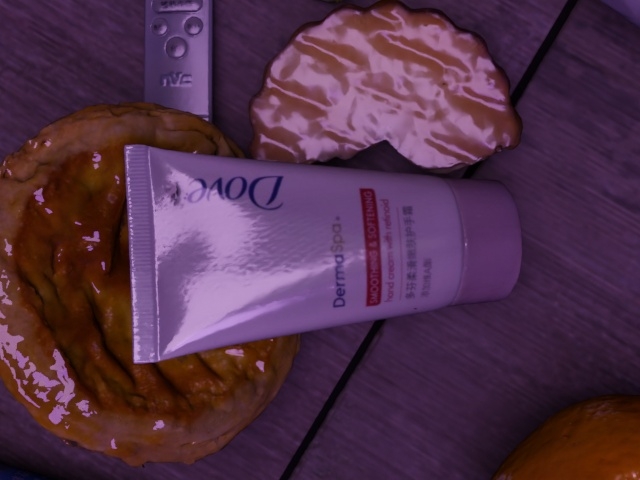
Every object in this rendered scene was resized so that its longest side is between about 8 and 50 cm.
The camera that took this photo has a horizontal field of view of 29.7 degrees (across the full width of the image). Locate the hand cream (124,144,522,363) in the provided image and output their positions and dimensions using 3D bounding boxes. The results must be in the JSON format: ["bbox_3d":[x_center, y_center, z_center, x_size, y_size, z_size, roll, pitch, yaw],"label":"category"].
[{"bbox_3d":[0.000,0.000,0.765,0.247,0.083,0.133,-4,83,-17],"label":"hand cream"}]

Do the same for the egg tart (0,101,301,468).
[{"bbox_3d":[-0.118,0.029,0.789,0.241,0.106,0.241,7,77,-32],"label":"egg tart"}]

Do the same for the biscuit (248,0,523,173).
[{"bbox_3d":[0.043,-0.101,0.813,0.183,0.061,0.118,0,90,6],"label":"biscuit"}]

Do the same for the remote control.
[{"bbox_3d":[-0.098,-0.157,0.848,0.049,0.027,0.184,0,87,6],"label":"remote control"}]

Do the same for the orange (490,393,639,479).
[{"bbox_3d":[0.199,0.203,0.743,0.219,0.193,0.219,-4,77,18],"label":"orange"}]

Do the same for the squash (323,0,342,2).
[{"bbox_3d":[0.024,-0.270,0.806,0.094,0.094,0.224,28,87,6],"label":"squash"}]

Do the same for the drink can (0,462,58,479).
[{"bbox_3d":[-0.232,0.202,0.842,0.235,0.097,0.097,16,94,7],"label":"drink can"}]

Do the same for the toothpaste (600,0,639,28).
[{"bbox_3d":[0.341,-0.093,0.769,0.371,0.080,0.125,32,95,0],"label":"toothpaste"}]
